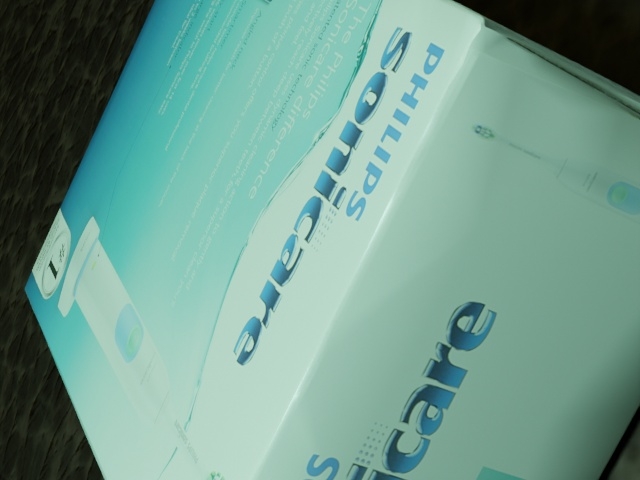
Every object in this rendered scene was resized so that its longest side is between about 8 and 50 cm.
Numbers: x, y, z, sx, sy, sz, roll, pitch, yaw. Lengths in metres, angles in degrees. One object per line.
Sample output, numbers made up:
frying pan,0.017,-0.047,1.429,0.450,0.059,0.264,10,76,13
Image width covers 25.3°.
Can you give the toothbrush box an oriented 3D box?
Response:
toothbrush box,0.000,0.000,0.567,0.216,0.126,0.295,-64,26,9
